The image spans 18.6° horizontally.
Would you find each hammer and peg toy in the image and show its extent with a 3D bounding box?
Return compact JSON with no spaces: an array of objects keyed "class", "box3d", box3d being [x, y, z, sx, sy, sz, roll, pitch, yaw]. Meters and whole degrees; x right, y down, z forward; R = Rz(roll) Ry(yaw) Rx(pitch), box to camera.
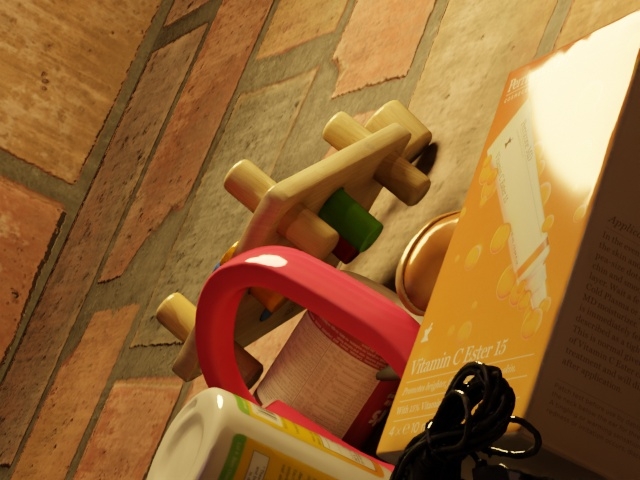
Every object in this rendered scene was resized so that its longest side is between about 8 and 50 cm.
[{"class":"hammer and peg toy","box3d":[0.000,0.000,2.024,0.361,0.127,0.266,-30,-25,-53]}]

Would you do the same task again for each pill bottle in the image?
[{"class":"pill bottle","box3d":[-0.015,0.233,1.645,0.136,0.245,0.136,-52,21,30]},{"class":"pill bottle","box3d":[0.005,0.149,1.897,0.221,0.121,0.121,-58,19,15]}]

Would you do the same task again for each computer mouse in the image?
[{"class":"computer mouse","box3d":[0.132,0.230,1.288,0.072,0.272,0.188,-26,-19,-29]}]

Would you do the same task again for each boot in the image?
[{"class":"boot","box3d":[0.167,-0.006,1.665,0.197,0.073,0.152,-38,14,-28]}]

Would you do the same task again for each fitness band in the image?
[{"class":"fitness band","box3d":[0.007,0.123,1.744,0.054,0.291,0.209,-29,-43,-43]}]

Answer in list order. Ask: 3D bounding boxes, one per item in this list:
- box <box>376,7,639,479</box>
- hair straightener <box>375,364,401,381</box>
[{"class":"box","box3d":[0.210,0.030,1.457,0.215,0.168,0.345,-23,43,62]},{"class":"hair straightener","box3d":[0.115,0.101,1.728,0.047,0.089,0.230,-27,2,-28]}]
